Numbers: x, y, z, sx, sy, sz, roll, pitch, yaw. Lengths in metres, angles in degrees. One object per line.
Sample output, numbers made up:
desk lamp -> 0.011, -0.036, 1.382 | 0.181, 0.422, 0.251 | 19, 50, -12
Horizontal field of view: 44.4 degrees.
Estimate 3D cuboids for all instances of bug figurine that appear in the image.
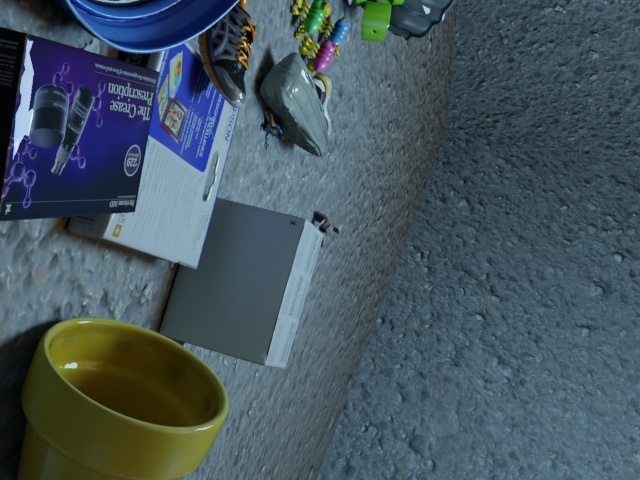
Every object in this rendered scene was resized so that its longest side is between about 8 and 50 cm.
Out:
bug figurine -> 0.013, -0.484, 1.707 | 0.279, 0.072, 0.216 | 78, 29, -59

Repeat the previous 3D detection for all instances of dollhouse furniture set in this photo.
dollhouse furniture set -> 0.000, 0.000, 2.101 | 0.081, 0.091, 0.114 | -47, 153, -33

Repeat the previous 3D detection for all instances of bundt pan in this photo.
bundt pan -> 0.192, -0.647, 1.851 | 0.124, 0.331, 0.330 | 1, 107, -31

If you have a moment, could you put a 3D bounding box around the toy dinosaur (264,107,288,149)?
toy dinosaur -> -0.091, -0.231, 1.624 | 0.082, 0.047, 0.090 | -92, -179, -77

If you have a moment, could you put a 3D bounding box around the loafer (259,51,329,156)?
loafer -> -0.032, -0.275, 1.645 | 0.111, 0.112, 0.319 | -57, 161, -9

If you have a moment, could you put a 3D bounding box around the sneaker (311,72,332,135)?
sneaker -> -0.023, -0.289, 1.788 | 0.084, 0.069, 0.185 | -41, 145, -38

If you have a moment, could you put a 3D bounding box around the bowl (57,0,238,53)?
bowl -> -0.172, -0.407, 0.884 | 0.391, 0.077, 0.391 | -45, 156, -26

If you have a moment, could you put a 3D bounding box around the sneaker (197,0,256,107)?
sneaker -> -0.134, -0.301, 1.168 | 0.084, 0.083, 0.215 | 47, 31, -73

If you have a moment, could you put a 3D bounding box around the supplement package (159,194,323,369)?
supplement package -> -0.137, 0.075, 1.406 | 0.145, 0.204, 0.262 | 44, 61, -74

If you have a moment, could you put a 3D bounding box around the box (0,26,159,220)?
box -> -0.295, -0.123, 0.867 | 0.261, 0.103, 0.184 | -15, 121, -73

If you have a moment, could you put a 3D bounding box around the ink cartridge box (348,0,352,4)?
ink cartridge box -> 0.038, -0.701, 1.548 | 0.330, 0.071, 0.324 | 62, 43, -58

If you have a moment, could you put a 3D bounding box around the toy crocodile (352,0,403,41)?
toy crocodile -> 0.112, -0.607, 1.754 | 0.105, 0.115, 0.340 | 107, -23, -71

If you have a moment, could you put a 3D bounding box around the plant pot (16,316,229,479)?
plant pot -> -0.282, 0.265, 1.026 | 0.239, 0.254, 0.254 | -63, 168, 13

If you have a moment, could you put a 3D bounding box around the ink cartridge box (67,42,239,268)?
ink cartridge box -> -0.230, -0.126, 1.167 | 0.307, 0.072, 0.303 | 41, 63, -75
